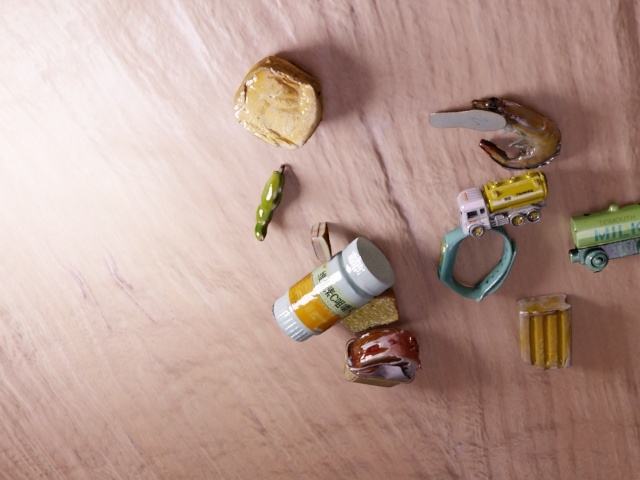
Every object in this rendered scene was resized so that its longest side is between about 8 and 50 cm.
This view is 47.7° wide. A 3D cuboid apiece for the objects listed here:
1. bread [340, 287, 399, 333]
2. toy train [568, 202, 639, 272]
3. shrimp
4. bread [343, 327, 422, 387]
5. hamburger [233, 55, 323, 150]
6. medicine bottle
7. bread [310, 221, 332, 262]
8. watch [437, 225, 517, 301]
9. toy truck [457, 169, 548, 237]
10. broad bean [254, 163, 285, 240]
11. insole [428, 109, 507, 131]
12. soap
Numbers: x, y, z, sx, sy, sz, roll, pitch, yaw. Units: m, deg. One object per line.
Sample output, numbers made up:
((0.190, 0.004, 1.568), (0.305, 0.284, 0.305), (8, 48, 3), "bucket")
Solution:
((0.132, 0.196, 2.043), (0.187, 0.065, 0.103), (-23, 122, 16), "bread")
((0.758, -0.020, 1.848), (0.253, 0.105, 0.157), (-11, 109, 11), "toy train")
((0.455, -0.249, 1.731), (0.253, 0.058, 0.173), (19, 131, -9), "shrimp")
((0.179, 0.334, 2.086), (0.224, 0.142, 0.212), (12, 139, -21), "bread")
((-0.094, -0.313, 1.679), (0.213, 0.108, 0.214), (1, 124, 1), "hamburger")
((0.030, 0.139, 1.952), (0.318, 0.158, 0.158), (-37, 115, 25), "medicine bottle")
((0.000, 0.000, 1.885), (0.043, 0.109, 0.062), (-13, 166, 14), "bread")
((0.413, 0.054, 1.933), (0.195, 0.068, 0.237), (5, 121, -3), "watch")
((0.453, -0.098, 1.805), (0.226, 0.098, 0.114), (-16, 121, 11), "toy truck")
((-0.131, -0.098, 1.858), (0.048, 0.070, 0.214), (7, 116, -22), "broad bean")
((0.342, -0.280, 1.695), (0.188, 0.004, 0.064), (5, 138, 29), "insole")
((0.637, 0.266, 2.056), (0.140, 0.073, 0.232), (-7, 124, 10), "soap")
